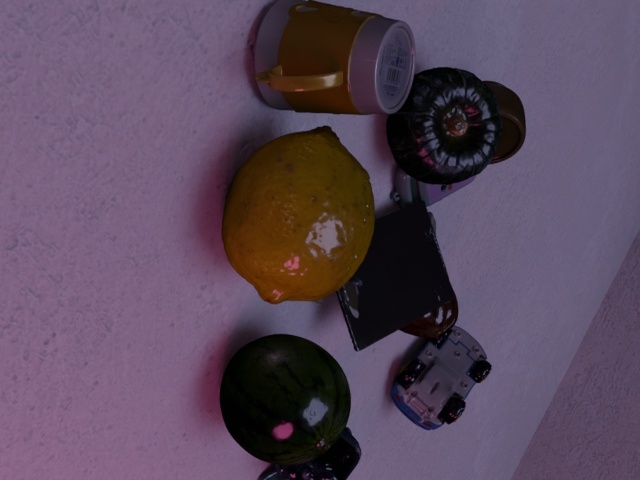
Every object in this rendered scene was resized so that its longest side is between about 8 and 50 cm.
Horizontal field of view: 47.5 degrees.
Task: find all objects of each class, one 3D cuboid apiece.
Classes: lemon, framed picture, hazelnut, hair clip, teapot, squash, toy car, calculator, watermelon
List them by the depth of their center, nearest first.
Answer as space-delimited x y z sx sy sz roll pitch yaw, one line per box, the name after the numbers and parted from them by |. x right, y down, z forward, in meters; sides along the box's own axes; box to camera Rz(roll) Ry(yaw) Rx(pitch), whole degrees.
-0.035 -0.043 1.203 0.253 0.253 0.310 30 73 -56 | lemon
-0.065 0.290 1.329 0.242 0.242 0.242 -30 129 -44 | watermelon
0.261 -0.243 1.547 0.252 0.165 0.252 -1 92 -26 | squash
0.000 0.523 1.577 0.194 0.206 0.310 -44 134 -42 | hair clip
0.157 0.070 1.592 0.323 0.013 0.244 -22 95 -36 | framed picture
0.269 -0.153 1.693 0.246 0.045 0.141 -28 133 -15 | calculator
0.234 0.152 1.740 0.178 0.178 0.204 -60 145 -15 | hazelnut
0.386 -0.309 1.745 0.267 0.185 0.175 35 41 -33 | teapot
0.326 0.373 1.993 0.314 0.198 0.166 -44 172 -38 | toy car

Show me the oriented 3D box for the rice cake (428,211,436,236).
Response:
0.275 0.043 1.852 0.057 0.052 0.256 -84 167 -51 | rice cake

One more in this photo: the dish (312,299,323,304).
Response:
0.000 0.000 1.423 0.212 0.077 0.151 -56 146 -20 | dish

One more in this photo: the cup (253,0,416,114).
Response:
0.012 -0.279 1.163 0.241 0.226 0.185 -42 137 -47 | cup
